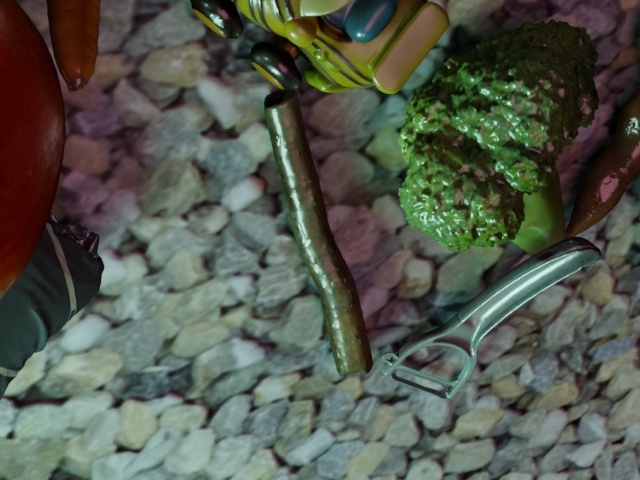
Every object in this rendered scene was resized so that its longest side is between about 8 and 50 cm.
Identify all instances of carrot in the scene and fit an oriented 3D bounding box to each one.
[{"bbox_3d":[-0.189,-0.232,0.924,0.062,0.066,0.271,9,71,-45],"label":"carrot"}]

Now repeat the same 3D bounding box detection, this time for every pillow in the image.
[{"bbox_3d":[-0.334,0.103,1.083,0.335,0.092,0.161,-51,127,-1],"label":"pillow"}]

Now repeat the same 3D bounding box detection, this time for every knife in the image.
[{"bbox_3d":[0.188,0.073,1.327,0.123,0.053,0.278,20,129,-37],"label":"knife"}]

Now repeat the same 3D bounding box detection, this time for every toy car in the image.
[{"bbox_3d":[0.005,-0.238,1.101,0.248,0.142,0.200,37,89,-35],"label":"toy car"}]

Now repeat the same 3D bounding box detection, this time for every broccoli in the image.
[{"bbox_3d":[0.185,-0.115,1.258,0.302,0.186,0.254,-8,117,-73],"label":"broccoli"}]

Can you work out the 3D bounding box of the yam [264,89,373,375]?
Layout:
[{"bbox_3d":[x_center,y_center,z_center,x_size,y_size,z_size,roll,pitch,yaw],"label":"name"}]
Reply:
[{"bbox_3d":[0.000,0.000,1.251,0.045,0.045,0.327,-44,128,-43],"label":"yam"}]

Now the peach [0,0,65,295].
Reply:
[{"bbox_3d":[-0.350,-0.057,0.854,0.370,0.370,0.370,-10,113,-25],"label":"peach"}]

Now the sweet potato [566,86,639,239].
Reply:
[{"bbox_3d":[0.346,-0.092,1.396,0.065,0.051,0.218,25,97,-37],"label":"sweet potato"}]
